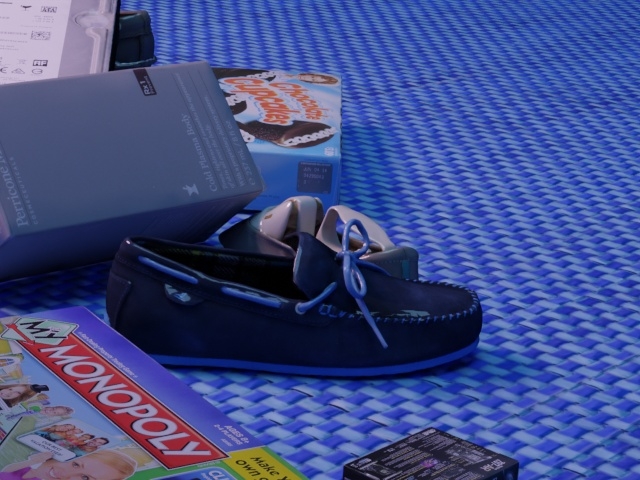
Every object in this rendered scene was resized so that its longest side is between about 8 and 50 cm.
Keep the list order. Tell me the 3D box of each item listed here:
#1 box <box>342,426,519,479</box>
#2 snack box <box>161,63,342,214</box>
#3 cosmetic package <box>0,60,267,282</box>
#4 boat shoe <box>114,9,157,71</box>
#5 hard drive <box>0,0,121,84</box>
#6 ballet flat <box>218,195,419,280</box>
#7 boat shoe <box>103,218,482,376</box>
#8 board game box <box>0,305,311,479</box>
[{"bbox_3d":[0.064,0.136,1.008,0.067,0.018,0.083,18,23,37],"label":"box"},{"bbox_3d":[-0.073,-0.101,1.640,0.187,0.060,0.322,4,18,-1],"label":"snack box"},{"bbox_3d":[-0.177,-0.053,1.328,0.238,0.127,0.107,-13,-17,-44],"label":"cosmetic package"},{"bbox_3d":[-0.311,-0.229,1.933,0.305,0.091,0.109,13,20,27],"label":"boat shoe"},{"bbox_3d":[-0.315,-0.174,1.682,0.237,0.064,0.339,3,32,-4],"label":"hard drive"},{"bbox_3d":[0.000,0.000,1.333,0.072,0.068,0.213,-11,23,-38],"label":"ballet flat"},{"bbox_3d":[-0.013,0.038,1.178,0.258,0.089,0.109,-1,19,-13],"label":"boat shoe"},{"bbox_3d":[-0.159,0.121,0.967,0.213,0.046,0.317,-9,22,-32],"label":"board game box"}]
